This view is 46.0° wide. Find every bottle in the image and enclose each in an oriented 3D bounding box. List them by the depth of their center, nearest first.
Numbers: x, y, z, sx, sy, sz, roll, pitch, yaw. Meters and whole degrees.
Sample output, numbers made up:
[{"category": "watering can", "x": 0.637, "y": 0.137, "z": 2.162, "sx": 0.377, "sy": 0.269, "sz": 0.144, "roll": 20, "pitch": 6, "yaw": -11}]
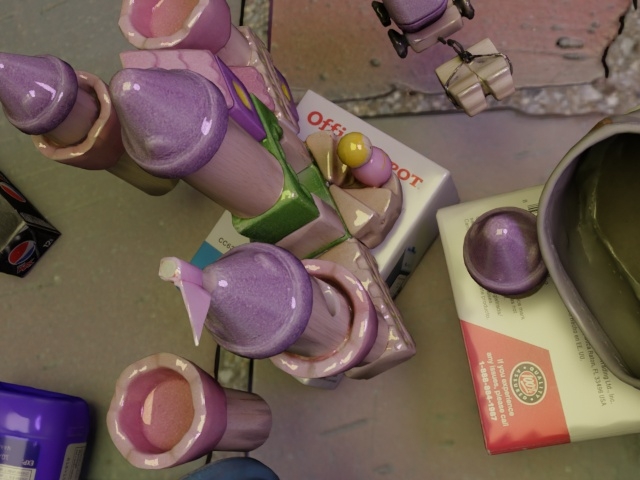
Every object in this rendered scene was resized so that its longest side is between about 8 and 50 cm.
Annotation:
[{"category": "bottle", "x": -0.271, "y": 0.260, "z": 0.608, "sx": 0.118, "sy": 0.092, "sz": 0.283, "roll": 6, "pitch": 80, "yaw": 17}]

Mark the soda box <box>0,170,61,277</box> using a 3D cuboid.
[{"category": "soda box", "x": -0.327, "y": -0.042, "z": 0.711, "sx": 0.169, "sy": 0.053, "sz": 0.060, "roll": 42, "pitch": 91, "yaw": 20}]

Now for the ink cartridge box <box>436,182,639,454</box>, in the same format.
[{"category": "ink cartridge box", "x": 0.217, "y": 0.041, "z": 0.522, "sx": 0.237, "sy": 0.100, "sz": 0.172, "roll": -13, "pitch": 75, "yaw": 13}]

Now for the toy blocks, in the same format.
[{"category": "toy blocks", "x": -0.034, "y": -0.058, "z": 0.435, "sx": 0.308, "sy": 0.260, "sz": 0.289, "roll": -29, "pitch": 66, "yaw": 11}]

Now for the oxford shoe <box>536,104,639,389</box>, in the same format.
[{"category": "oxford shoe", "x": 0.253, "y": 0.083, "z": 0.307, "sx": 0.449, "sy": 0.130, "sz": 0.169, "roll": 50, "pitch": 135, "yaw": 39}]

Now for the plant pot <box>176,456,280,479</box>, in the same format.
[{"category": "plant pot", "x": 0.034, "y": 0.330, "z": 0.365, "sx": 0.334, "sy": 0.341, "sz": 0.341, "roll": 17, "pitch": 83, "yaw": 23}]

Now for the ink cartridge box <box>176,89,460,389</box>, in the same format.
[{"category": "ink cartridge box", "x": 0.000, "y": 0.000, "z": 0.600, "sx": 0.139, "sy": 0.082, "sz": 0.191, "roll": 33, "pitch": 89, "yaw": 21}]
